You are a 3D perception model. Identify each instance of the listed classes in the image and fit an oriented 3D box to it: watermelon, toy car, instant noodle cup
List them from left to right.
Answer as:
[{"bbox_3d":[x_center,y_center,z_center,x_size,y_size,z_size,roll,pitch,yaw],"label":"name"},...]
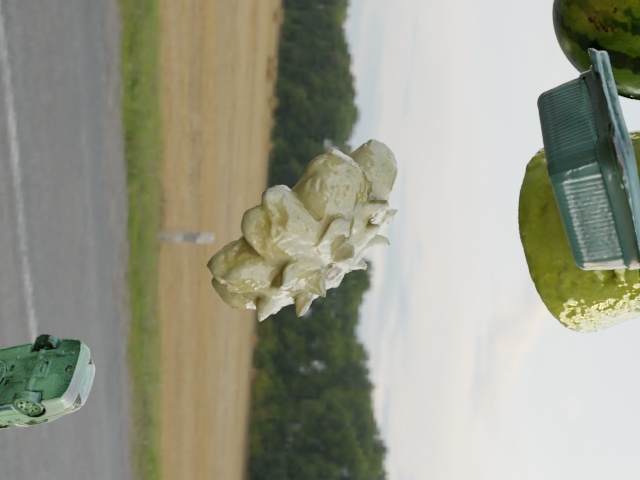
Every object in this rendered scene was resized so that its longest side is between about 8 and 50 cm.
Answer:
[{"bbox_3d":[-0.362,0.173,1.299,0.076,0.224,0.090,56,32,-41],"label":"toy car"},{"bbox_3d":[0.233,-0.058,0.961,0.179,0.070,0.157,-83,155,-54],"label":"instant noodle cup"},{"bbox_3d":[0.459,-0.329,1.545,0.285,0.285,0.285,-176,-90,-88],"label":"watermelon"}]

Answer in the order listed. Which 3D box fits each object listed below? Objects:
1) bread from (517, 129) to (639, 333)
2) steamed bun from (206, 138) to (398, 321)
[{"bbox_3d":[0.531,-0.019,1.946,0.308,0.348,0.348,-9,-108,44],"label":"bread"},{"bbox_3d":[0.000,0.000,1.463,0.137,0.292,0.295,47,-8,12],"label":"steamed bun"}]
